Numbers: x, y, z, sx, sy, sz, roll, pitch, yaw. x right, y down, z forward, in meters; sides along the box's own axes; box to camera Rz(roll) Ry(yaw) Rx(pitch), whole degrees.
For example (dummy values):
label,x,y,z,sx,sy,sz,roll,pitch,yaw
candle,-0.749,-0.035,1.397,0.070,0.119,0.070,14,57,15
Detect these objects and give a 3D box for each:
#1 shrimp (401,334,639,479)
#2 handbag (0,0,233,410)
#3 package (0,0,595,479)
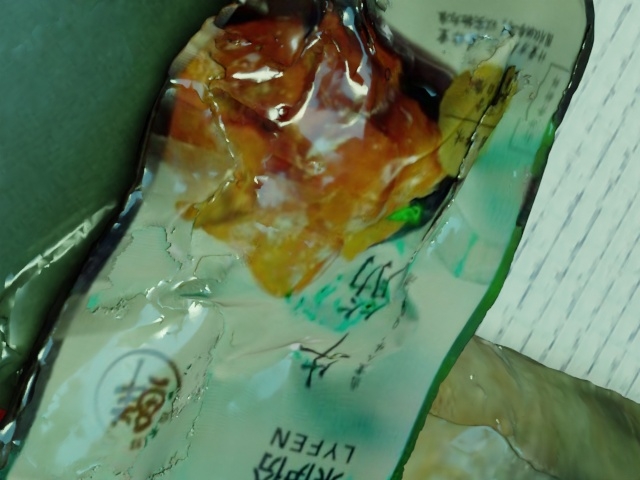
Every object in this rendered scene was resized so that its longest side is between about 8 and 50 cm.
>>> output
label,x,y,z,sx,sy,sz,roll,pitch,yaw
shrimp,0.072,0.150,0.789,0.446,0.110,0.221,15,103,-37
handbag,-0.059,-0.090,0.602,0.260,0.079,0.247,-44,128,-15
package,0.000,0.000,0.609,0.166,0.040,0.232,20,97,-39
